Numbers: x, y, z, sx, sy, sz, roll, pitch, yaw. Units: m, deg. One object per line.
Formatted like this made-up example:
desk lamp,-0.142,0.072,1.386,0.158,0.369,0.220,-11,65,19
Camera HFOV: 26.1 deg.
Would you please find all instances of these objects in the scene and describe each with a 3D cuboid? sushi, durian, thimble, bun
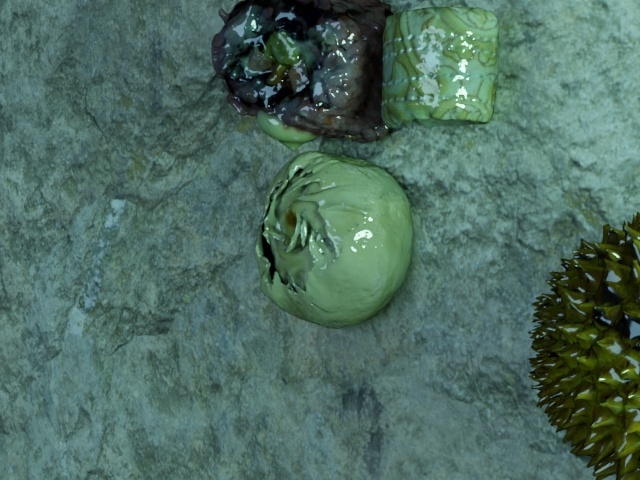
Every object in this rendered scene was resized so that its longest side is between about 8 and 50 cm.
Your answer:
sushi,-0.017,-0.240,1.916,0.270,0.171,0.236,29,108,38
durian,0.392,0.109,1.367,0.384,0.348,0.347,-27,69,38
thimble,0.146,-0.218,1.774,0.190,0.137,0.143,0,91,61
bun,0.000,0.000,1.904,0.259,0.152,0.259,-4,84,44
